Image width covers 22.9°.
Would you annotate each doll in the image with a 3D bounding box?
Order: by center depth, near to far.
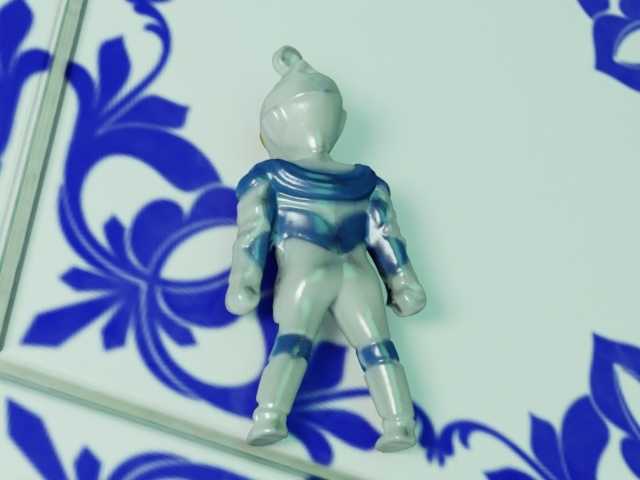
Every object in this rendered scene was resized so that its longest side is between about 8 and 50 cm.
[{"bbox_3d":[0.000,0.000,0.847,0.114,0.057,0.227,4,70,-23],"label":"doll"}]
